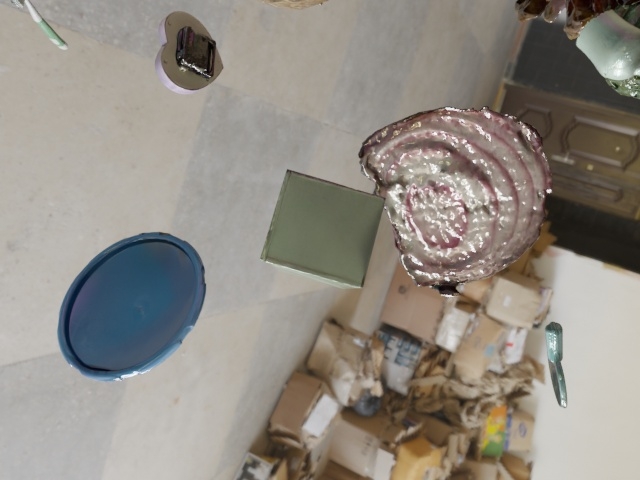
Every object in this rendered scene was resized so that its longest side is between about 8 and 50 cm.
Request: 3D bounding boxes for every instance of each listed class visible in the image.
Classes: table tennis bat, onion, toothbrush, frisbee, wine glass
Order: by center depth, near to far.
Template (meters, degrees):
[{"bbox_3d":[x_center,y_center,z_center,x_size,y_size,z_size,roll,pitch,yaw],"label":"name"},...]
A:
[{"bbox_3d":[0.461,-0.246,0.907,0.079,0.195,0.079,-28,156,-14],"label":"wine glass"},{"bbox_3d":[-0.274,0.096,0.930,0.242,0.242,0.045,-61,148,-22],"label":"frisbee"},{"bbox_3d":[-0.436,-0.341,0.986,0.257,0.018,0.024,-174,-82,-82],"label":"toothbrush"},{"bbox_3d":[0.234,-0.082,1.049,0.146,0.280,0.314,-68,140,-66],"label":"onion"},{"bbox_3d":[0.548,0.285,1.464,0.149,0.038,0.237,-81,158,-53],"label":"table tennis bat"}]

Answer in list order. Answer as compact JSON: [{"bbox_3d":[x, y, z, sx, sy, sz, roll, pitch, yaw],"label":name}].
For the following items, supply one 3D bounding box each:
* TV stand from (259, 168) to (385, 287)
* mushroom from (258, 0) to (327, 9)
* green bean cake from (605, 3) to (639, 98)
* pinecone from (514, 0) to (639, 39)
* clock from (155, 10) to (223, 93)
[{"bbox_3d":[0.000,0.000,0.633,0.269,0.088,0.083,109,-4,-85],"label":"TV stand"},{"bbox_3d":[-0.069,-0.436,0.987,0.151,0.285,0.156,88,18,-82],"label":"mushroom"},{"bbox_3d":[0.581,-0.321,1.104,0.173,0.181,0.094,35,87,-45],"label":"green bean cake"},{"bbox_3d":[0.552,-0.537,1.206,0.384,0.384,0.384,-51,153,-40],"label":"pinecone"},{"bbox_3d":[-0.303,-0.445,1.506,0.172,0.064,0.198,15,71,-41],"label":"clock"}]
